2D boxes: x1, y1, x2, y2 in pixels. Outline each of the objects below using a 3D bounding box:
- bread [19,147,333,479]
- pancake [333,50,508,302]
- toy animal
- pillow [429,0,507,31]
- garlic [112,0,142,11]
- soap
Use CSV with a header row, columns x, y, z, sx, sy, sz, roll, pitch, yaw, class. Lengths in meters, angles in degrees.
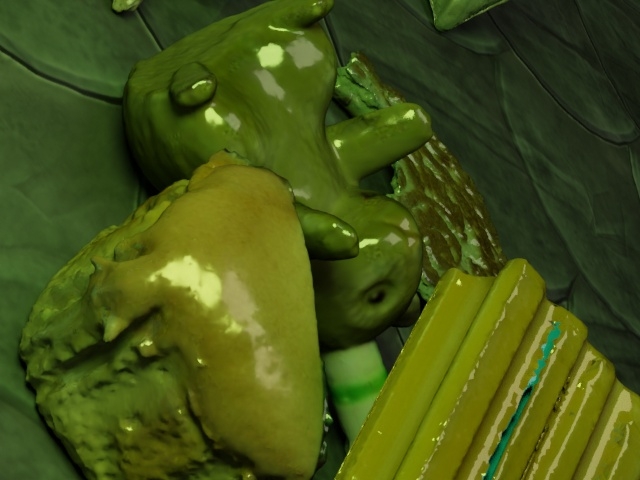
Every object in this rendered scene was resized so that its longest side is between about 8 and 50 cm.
x,y,z,sx,sy,sz,roll,pitch,yaw,class
-0.105,0.052,1.148,0.133,0.174,0.251,21,51,-46,bread
0.099,0.001,1.645,0.197,0.054,0.376,4,58,-59,pancake
0.007,-0.012,1.361,0.363,0.180,0.181,50,45,-12,toy animal
0.148,-0.382,1.978,0.302,0.185,0.075,64,-11,8,pillow
-0.110,-0.267,1.491,0.199,0.199,0.226,42,66,-30,garlic
0.108,0.197,1.297,0.204,0.096,0.324,48,56,-26,soap
